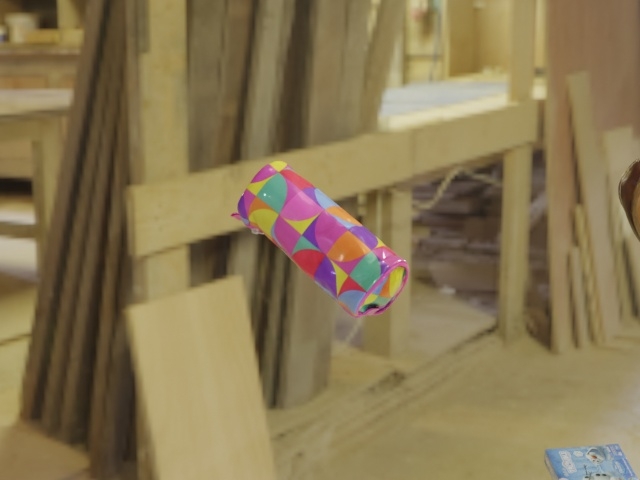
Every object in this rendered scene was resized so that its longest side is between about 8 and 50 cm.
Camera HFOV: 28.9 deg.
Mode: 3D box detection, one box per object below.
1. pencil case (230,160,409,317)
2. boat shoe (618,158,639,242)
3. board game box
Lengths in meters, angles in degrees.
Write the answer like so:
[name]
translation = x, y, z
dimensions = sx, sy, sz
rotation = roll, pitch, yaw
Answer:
[pencil case]
translation = 0.000, 0.000, 1.554
dimensions = 0.236, 0.104, 0.104
rotation = 39, 29, 25
[boat shoe]
translation = 0.303, -0.010, 1.028
dimensions = 0.207, 0.073, 0.073
rotation = 36, 9, -38
[board game box]
translation = 0.310, 0.268, 1.413
dimensions = 0.090, 0.020, 0.090
rotation = -4, 27, -6
